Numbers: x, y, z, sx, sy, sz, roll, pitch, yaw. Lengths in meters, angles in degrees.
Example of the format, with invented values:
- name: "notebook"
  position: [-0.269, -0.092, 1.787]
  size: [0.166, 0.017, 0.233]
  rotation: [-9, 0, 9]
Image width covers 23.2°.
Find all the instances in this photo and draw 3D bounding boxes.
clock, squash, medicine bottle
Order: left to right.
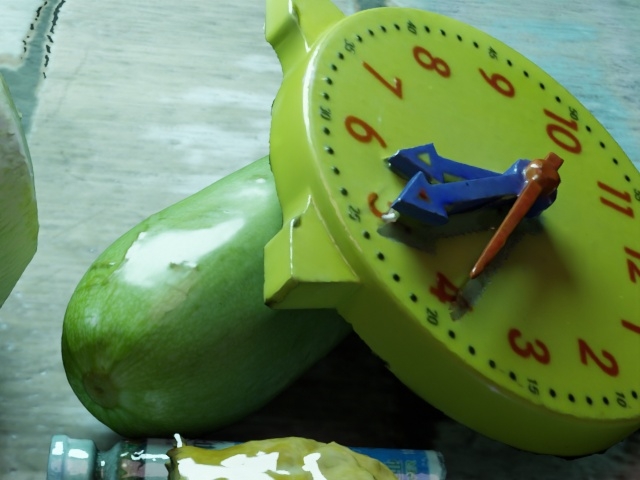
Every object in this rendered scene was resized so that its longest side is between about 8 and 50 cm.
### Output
- name: "medicine bottle"
  position: [-0.036, 0.123, 0.758]
  size: [0.191, 0.051, 0.051]
  rotation: [3, 35, -6]
- name: "squash"
  position: [-0.007, -0.001, 0.888]
  size: [0.118, 0.118, 0.370]
  rotation: [26, 37, 25]
- name: "clock"
  position: [0.099, -0.020, 0.853]
  size: [0.293, 0.071, 0.277]
  rotation: [20, 45, -31]

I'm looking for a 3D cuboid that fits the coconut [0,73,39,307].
- name: "coconut"
  position: [-0.256, -0.029, 0.797]
  size: [0.227, 0.227, 0.230]
  rotation: [26, 40, 25]

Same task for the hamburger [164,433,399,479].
- name: "hamburger"
  position: [0.032, 0.222, 0.531]
  size: [0.209, 0.162, 0.330]
  rotation: [5, 32, -7]
